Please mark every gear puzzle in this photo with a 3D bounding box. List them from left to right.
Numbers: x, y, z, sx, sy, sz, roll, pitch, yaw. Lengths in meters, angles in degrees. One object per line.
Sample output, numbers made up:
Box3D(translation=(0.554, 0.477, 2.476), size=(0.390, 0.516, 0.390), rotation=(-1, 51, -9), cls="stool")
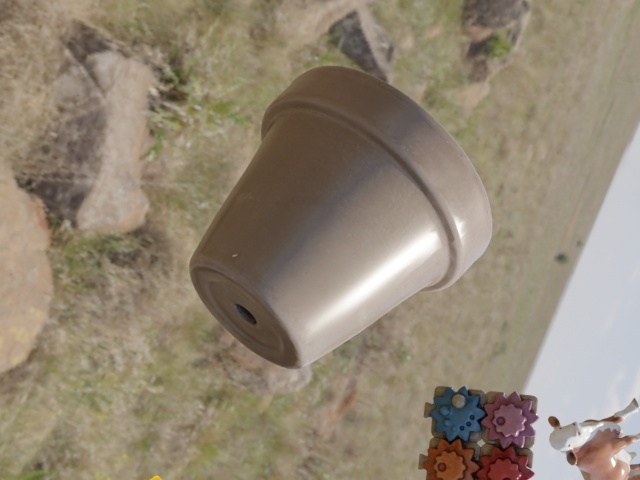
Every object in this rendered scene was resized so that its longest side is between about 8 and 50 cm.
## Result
Box3D(translation=(0.224, 0.388, 1.422), size=(0.044, 0.175, 0.339), rotation=(30, 65, -71), cls="gear puzzle")

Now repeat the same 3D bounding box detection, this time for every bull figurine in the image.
Box3D(translation=(0.581, 0.426, 1.936), size=(0.310, 0.188, 0.101), rotation=(56, 13, -37), cls="bull figurine")

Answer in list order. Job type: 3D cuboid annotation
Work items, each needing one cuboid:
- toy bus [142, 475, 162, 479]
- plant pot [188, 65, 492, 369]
Box3D(translation=(-0.332, 0.481, 1.452), size=(0.220, 0.211, 0.149), rotation=(-64, 137, -63), cls="toy bus")
Box3D(translation=(0.000, 0.000, 0.949), size=(0.229, 0.263, 0.263), rotation=(-47, 159, -24), cls="plant pot")
